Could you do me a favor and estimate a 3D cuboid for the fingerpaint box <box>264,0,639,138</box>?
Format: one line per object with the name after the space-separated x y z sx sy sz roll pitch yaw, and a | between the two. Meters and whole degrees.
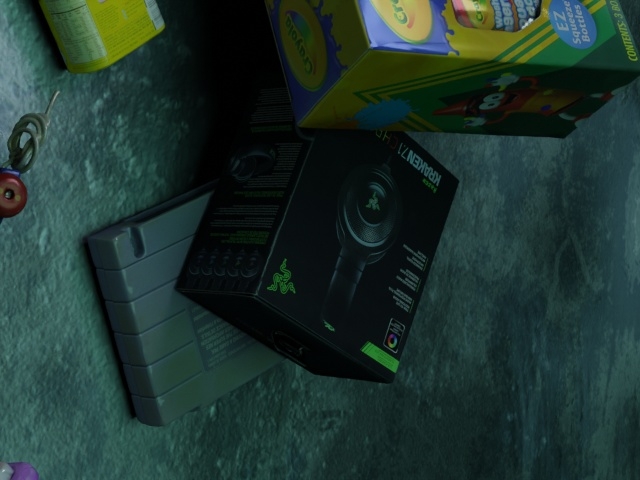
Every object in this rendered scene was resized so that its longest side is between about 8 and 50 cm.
0.112 -0.347 1.586 0.371 0.163 0.445 0 64 -32 | fingerpaint box

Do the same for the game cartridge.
-0.095 0.042 1.649 0.355 0.068 0.230 -27 115 -43 | game cartridge

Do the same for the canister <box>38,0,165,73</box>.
-0.238 -0.270 1.471 0.126 0.073 0.170 -41 121 -37 | canister

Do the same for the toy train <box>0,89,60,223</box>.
-0.353 -0.064 1.351 0.143 0.105 0.248 29 71 -29 | toy train

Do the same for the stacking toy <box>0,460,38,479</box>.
-0.302 0.278 1.392 0.302 0.165 0.175 60 36 -16 | stacking toy

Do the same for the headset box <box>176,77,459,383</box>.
0.000 0.000 1.612 0.246 0.131 0.283 37 66 -40 | headset box
